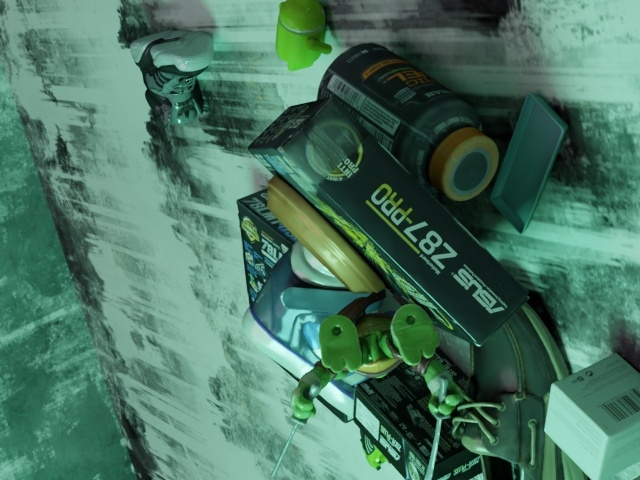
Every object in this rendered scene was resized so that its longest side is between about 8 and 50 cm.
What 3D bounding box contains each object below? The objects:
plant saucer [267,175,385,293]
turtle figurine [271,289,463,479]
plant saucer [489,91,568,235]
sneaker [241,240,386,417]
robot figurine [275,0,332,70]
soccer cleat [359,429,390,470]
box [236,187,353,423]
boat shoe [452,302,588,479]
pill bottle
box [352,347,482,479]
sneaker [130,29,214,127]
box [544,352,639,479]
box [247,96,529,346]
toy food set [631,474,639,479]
[{"bbox_3d":[0.000,0.000,1.760,0.200,0.037,0.200,45,178,2],"label":"plant saucer"},{"bbox_3d":[0.072,0.188,1.721,0.197,0.275,0.266,24,165,10],"label":"turtle figurine"},{"bbox_3d":[0.246,-0.089,1.642,0.067,0.018,0.192,53,150,28],"label":"plant saucer"},{"bbox_3d":[0.071,0.116,2.028,0.322,0.236,0.130,34,-158,-14],"label":"sneaker"},{"bbox_3d":[-0.028,-0.292,1.947,0.115,0.067,0.101,98,149,-47],"label":"robot figurine"},{"bbox_3d":[0.091,0.299,2.213,0.072,0.060,0.179,55,155,27],"label":"soccer cleat"},{"bbox_3d":[-0.025,0.103,2.260,0.295,0.073,0.293,36,139,48],"label":"box"},{"bbox_3d":[0.244,0.233,1.776,0.132,0.130,0.355,4,114,62],"label":"boat shoe"},{"bbox_3d":[0.112,-0.141,1.728,0.245,0.130,0.130,41,144,42],"label":"pill bottle"},{"bbox_3d":[0.155,0.254,1.949,0.180,0.147,0.078,44,147,37],"label":"box"},{"bbox_3d":[-0.231,-0.266,2.332,0.268,0.101,0.153,25,133,62],"label":"sneaker"},{"bbox_3d":[0.332,0.205,1.618,0.102,0.101,0.087,46,147,40],"label":"box"},{"bbox_3d":[0.067,-0.031,1.693,0.318,0.097,0.395,47,176,-9],"label":"box"},{"bbox_3d":[0.381,0.364,1.516,0.092,0.219,0.306,33,139,49],"label":"toy food set"}]
